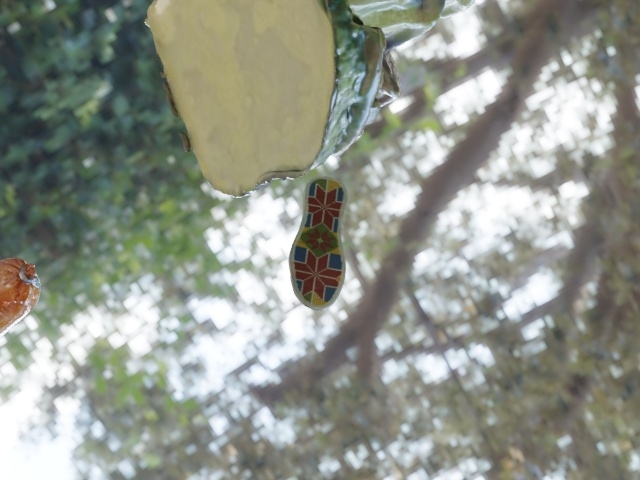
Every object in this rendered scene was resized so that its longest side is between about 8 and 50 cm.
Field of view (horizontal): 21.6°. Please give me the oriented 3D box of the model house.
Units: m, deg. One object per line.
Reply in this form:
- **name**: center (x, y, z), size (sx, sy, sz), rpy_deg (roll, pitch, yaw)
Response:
- **model house**: center (0.014, -0.208, 1.781), size (0.266, 0.261, 0.321), rpy_deg (-18, 176, -38)

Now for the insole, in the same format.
- **insole**: center (0.000, 0.000, 1.870), size (0.065, 0.006, 0.193), rpy_deg (11, -130, -4)

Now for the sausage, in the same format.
- **sausage**: center (-0.335, 0.103, 1.402), size (0.348, 0.053, 0.053), rpy_deg (-35, -160, 36)
